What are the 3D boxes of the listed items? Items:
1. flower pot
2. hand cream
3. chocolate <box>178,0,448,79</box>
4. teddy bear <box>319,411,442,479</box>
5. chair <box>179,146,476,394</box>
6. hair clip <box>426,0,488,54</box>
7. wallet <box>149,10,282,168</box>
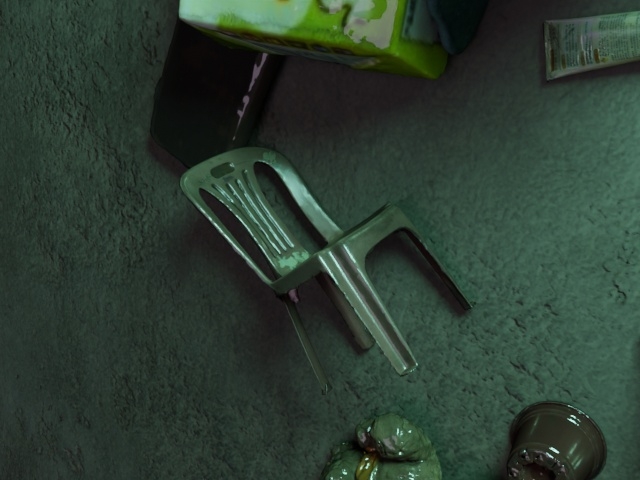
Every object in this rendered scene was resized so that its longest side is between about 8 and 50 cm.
[{"bbox_3d":[0.257,0.249,0.751,0.111,0.089,0.111,10,110,30],"label":"flower pot"},{"bbox_3d":[0.283,-0.190,0.636,0.143,0.039,0.061,4,107,41],"label":"hand cream"},{"bbox_3d":[0.003,-0.336,0.683,0.288,0.137,0.301,15,109,21],"label":"chocolate"},{"bbox_3d":[0.070,0.328,0.883,0.190,0.140,0.177,-20,51,45],"label":"teddy bear"},{"bbox_3d":[0.000,0.000,0.793,0.183,0.175,0.327,-31,93,45],"label":"chair"},{"bbox_3d":[0.204,-0.312,0.481,0.238,0.318,0.393,20,113,24],"label":"hair clip"},{"bbox_3d":[-0.132,-0.230,0.885,0.165,0.042,0.310,35,121,18],"label":"wallet"}]
